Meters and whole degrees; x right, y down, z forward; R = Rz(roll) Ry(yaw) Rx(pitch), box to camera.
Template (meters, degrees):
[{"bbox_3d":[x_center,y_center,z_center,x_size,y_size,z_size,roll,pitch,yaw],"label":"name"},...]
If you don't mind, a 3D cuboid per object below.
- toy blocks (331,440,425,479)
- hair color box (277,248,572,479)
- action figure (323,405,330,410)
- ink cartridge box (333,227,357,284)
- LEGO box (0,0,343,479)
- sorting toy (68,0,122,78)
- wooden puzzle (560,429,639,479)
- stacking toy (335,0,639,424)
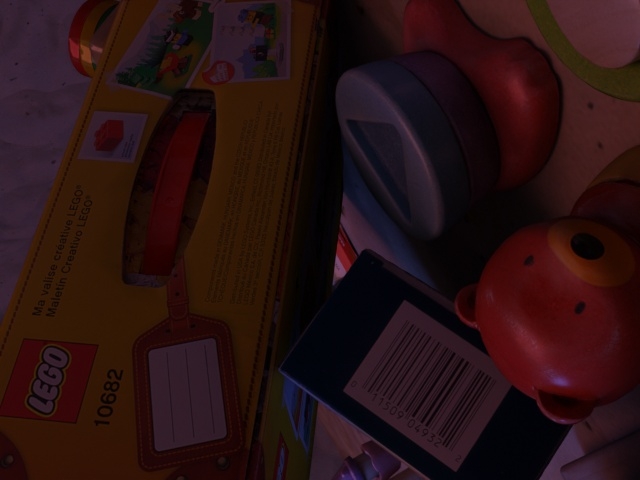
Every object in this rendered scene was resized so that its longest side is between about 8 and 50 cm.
[{"bbox_3d":[0.137,0.495,1.101,0.309,0.260,0.288,55,165,33],"label":"toy blocks"},{"bbox_3d":[0.084,0.124,0.600,0.174,0.105,0.347,34,173,11],"label":"hair color box"},{"bbox_3d":[0.029,0.188,1.179,0.164,0.141,0.275,54,163,22],"label":"action figure"},{"bbox_3d":[0.000,0.000,1.114,0.145,0.045,0.179,61,171,5],"label":"ink cartridge box"},{"bbox_3d":[-0.099,0.045,0.676,0.372,0.193,0.499,83,-168,-59],"label":"LEGO box"},{"bbox_3d":[-0.182,-0.235,0.836,0.090,0.257,0.255,21,153,15],"label":"sorting toy"},{"bbox_3d":[0.283,0.266,0.418,0.322,0.081,0.347,57,167,22],"label":"wooden puzzle"},{"bbox_3d":[0.084,-0.074,0.385,0.309,0.131,0.279,48,161,49],"label":"stacking toy"}]
